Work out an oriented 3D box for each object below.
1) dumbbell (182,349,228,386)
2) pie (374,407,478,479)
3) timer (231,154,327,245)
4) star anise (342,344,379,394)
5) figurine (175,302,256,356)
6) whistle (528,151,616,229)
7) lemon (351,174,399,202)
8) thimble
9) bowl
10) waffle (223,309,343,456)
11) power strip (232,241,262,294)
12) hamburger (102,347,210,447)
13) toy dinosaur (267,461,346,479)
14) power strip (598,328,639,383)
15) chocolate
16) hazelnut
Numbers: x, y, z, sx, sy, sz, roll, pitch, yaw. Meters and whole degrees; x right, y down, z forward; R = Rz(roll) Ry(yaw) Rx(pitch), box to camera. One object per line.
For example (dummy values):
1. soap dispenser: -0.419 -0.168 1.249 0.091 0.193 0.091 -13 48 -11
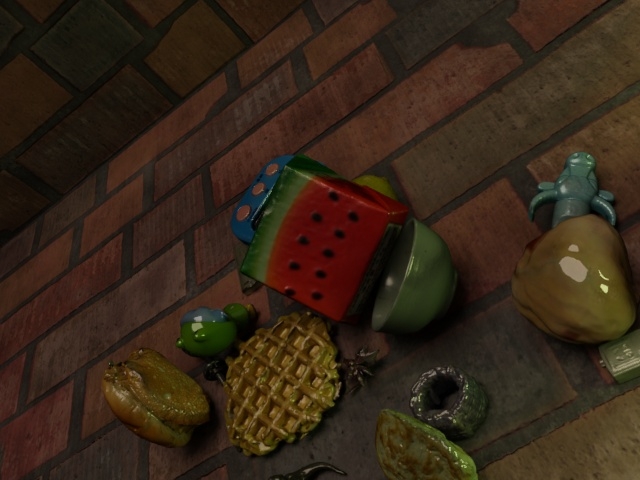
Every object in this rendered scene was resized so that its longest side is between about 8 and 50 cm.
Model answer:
1. dumbbell: -0.334 0.350 1.943 0.110 0.110 0.254 -46 45 1
2. pie: 0.208 0.442 1.323 0.090 0.201 0.248 -26 32 -38
3. timer: -0.118 -0.113 2.109 0.309 0.115 0.340 19 71 42
4. star anise: 0.102 0.303 1.603 0.129 0.056 0.124 -43 31 31
5. figurine: -0.294 0.248 1.889 0.162 0.263 0.143 -18 90 38
6. whistle: 0.576 -0.088 1.486 0.186 0.093 0.274 11 65 18
7. lemon: 0.124 -0.074 1.815 0.184 0.184 0.248 3 65 44
8. thimble: 0.270 0.344 1.388 0.150 0.098 0.150 -25 42 25
9. bowl: 0.237 0.104 1.552 0.289 0.146 0.289 -160 90 -87
10. waffle: -0.109 0.367 1.730 0.379 0.095 0.382 -29 44 19
11. power strip: -0.236 0.067 2.143 0.092 0.034 0.268 -37 40 13
12. hamburger: -0.462 0.433 1.812 0.170 0.314 0.290 -50 5 -1
13. toy dinosaur: -0.040 0.604 1.514 0.179 0.087 0.187 9 76 6
14. power strip: 0.614 0.205 1.233 0.175 0.042 0.075 -31 40 19
15. chocolate: 0.000 0.000 1.677 0.341 0.161 0.360 26 99 12
16. hazelnut: 0.522 0.086 1.303 0.261 0.241 0.261 -57 20 34
